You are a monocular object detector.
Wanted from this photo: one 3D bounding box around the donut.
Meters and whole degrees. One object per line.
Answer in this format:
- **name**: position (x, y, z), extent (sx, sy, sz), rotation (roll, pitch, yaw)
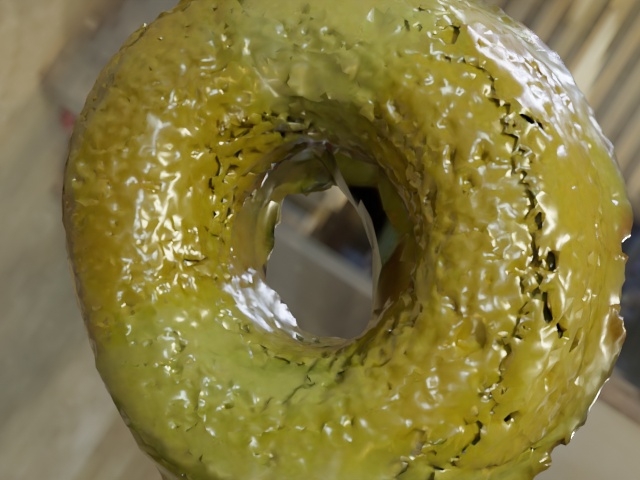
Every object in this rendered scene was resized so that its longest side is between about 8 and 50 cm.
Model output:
- **donut**: position (0.000, 0.000, 0.848), extent (0.272, 0.272, 0.107), rotation (-57, 157, 1)
